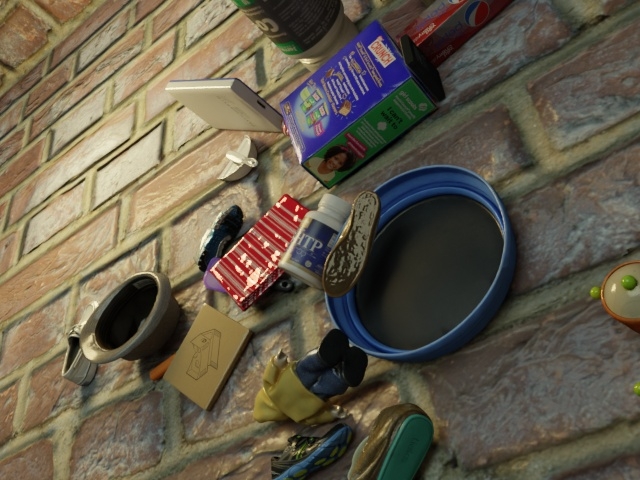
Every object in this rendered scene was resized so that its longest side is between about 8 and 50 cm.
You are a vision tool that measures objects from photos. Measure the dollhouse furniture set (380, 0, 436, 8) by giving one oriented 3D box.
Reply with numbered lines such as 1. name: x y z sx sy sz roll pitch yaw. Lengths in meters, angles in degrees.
1. dollhouse furniture set: 0.244 -0.703 1.709 0.262 0.135 0.259 -32 34 23

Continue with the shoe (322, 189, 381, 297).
1. shoe: 0.068 0.012 1.305 0.076 0.058 0.219 21 81 16

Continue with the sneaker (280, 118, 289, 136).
1. sneaker: -0.063 -0.325 1.770 0.067 0.042 0.118 14 76 43

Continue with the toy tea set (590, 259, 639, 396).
1. toy tea set: 0.536 0.068 0.891 0.336 0.124 0.200 -35 44 20

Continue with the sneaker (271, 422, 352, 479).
1. sneaker: -0.025 0.384 1.237 0.188 0.067 0.078 -38 50 21

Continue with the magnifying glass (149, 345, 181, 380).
1. magnifying glass: -0.325 0.268 1.624 0.231 0.026 0.092 -38 44 19

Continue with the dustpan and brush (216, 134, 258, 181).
1. dustpan and brush: -0.209 -0.215 1.815 0.211 0.060 0.147 27 83 49

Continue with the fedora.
1. fedora: -0.462 0.212 1.711 0.243 0.124 0.275 27 75 46

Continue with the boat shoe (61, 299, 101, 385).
1. boat shoe: -0.662 0.273 1.885 0.095 0.084 0.258 -28 48 27

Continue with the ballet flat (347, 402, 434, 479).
1. ballet flat: 0.071 0.422 1.106 0.124 0.116 0.342 -2 60 65

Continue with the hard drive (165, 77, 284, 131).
1. hard drive: -0.260 -0.371 1.854 0.318 0.210 0.040 12 73 46

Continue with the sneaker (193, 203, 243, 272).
1. sneaker: -0.272 -0.015 1.737 0.191 0.071 0.083 -57 36 -4

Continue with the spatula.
1. spatula: -0.173 0.093 1.598 0.296 0.030 0.084 5 68 44

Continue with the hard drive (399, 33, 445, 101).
1. hard drive: 0.223 -0.376 1.470 0.022 0.135 0.094 -29 46 27

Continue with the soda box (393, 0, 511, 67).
1. soda box: 0.301 -0.501 1.523 0.263 0.083 0.092 -40 42 16

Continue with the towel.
1. towel: -0.128 0.019 1.577 0.275 0.031 0.199 -45 40 -4

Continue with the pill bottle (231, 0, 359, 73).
1. pill bottle: -0.069 -0.597 1.718 0.204 0.361 0.204 -23 49 30

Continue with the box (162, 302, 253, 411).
1. box: -0.261 0.263 1.546 0.164 0.021 0.201 24 82 37

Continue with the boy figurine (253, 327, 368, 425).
1. boy figurine: -0.029 0.278 1.260 0.285 0.177 0.092 -44 8 43

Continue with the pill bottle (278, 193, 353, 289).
1. pill bottle: 0.000 0.000 1.441 0.112 0.112 0.187 19 77 47

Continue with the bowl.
1. bowl: 0.183 0.043 1.270 0.391 0.077 0.391 -23 50 30

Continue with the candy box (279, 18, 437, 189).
1. candy box: 0.077 -0.319 1.578 0.317 0.122 0.268 -37 43 19
